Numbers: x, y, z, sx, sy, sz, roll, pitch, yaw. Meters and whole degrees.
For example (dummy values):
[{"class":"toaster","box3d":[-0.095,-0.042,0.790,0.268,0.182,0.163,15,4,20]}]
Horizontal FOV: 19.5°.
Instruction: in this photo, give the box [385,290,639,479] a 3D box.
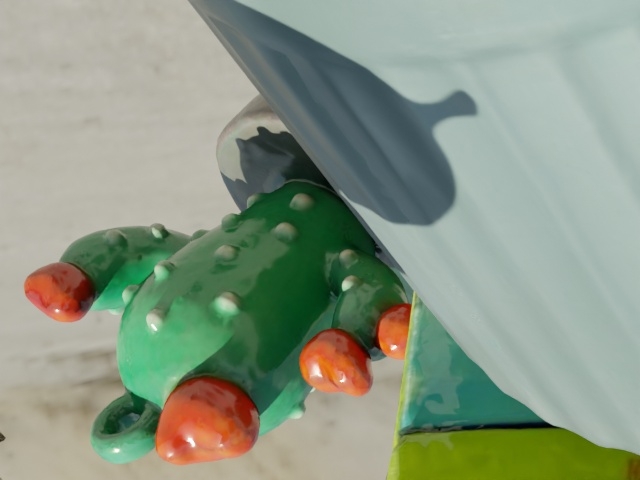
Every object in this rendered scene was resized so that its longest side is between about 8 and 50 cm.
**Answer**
[{"class":"box","box3d":[0.124,-0.001,0.581,0.187,0.335,0.047,-3,144,17]}]

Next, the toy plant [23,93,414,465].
[{"class":"toy plant","box3d":[-0.012,-0.005,1.199,0.400,0.279,0.185,-54,156,-27]}]

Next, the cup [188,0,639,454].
[{"class":"cup","box3d":[0.102,-0.142,0.439,0.331,0.257,0.311,-33,132,4]}]

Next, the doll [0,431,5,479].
[{"class":"doll","box3d":[-0.182,0.078,0.379,0.271,0.144,0.208,13,168,-16]}]
